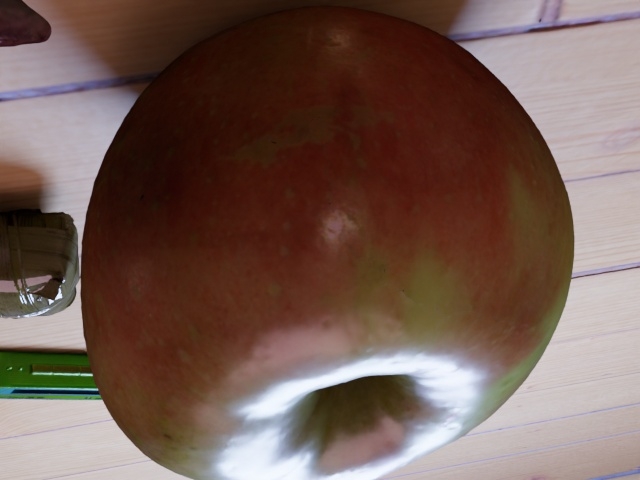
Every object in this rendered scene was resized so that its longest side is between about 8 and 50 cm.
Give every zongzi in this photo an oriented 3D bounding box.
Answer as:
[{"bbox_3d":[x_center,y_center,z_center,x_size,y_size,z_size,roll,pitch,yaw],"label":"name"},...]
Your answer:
[{"bbox_3d":[-0.295,0.031,0.806,0.189,0.081,0.178,1,162,-14],"label":"zongzi"}]

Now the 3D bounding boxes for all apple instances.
[{"bbox_3d":[0.000,0.000,0.644,0.319,0.277,0.319,-13,146,-9],"label":"apple"}]

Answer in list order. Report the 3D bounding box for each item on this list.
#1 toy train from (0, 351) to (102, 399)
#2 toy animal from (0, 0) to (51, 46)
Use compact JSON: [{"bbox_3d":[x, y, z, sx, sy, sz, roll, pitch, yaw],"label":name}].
[{"bbox_3d":[-0.296,0.146,1.067,0.209,0.044,0.042,7,149,-36],"label":"toy train"},{"bbox_3d":[-0.245,-0.156,0.415,0.324,0.090,0.195,-7,131,1],"label":"toy animal"}]
